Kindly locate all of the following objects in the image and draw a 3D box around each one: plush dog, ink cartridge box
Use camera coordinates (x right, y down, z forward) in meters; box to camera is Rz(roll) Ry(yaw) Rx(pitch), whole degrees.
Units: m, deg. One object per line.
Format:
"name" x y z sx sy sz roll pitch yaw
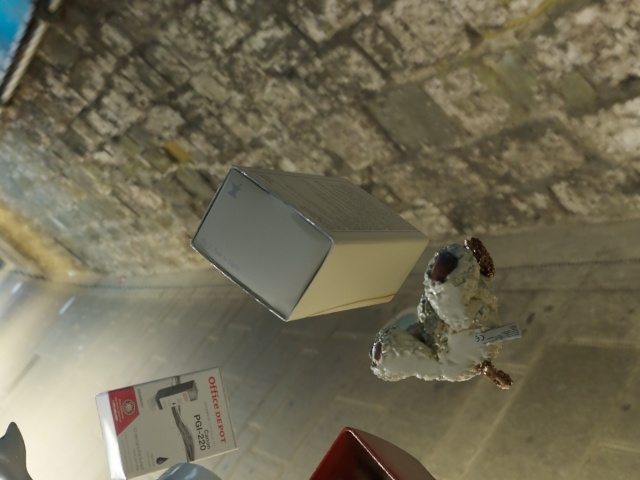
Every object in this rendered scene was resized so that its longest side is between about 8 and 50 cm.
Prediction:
"plush dog" 0.228 0.126 1.462 0.262 0.210 0.225 -58 2 26
"ink cartridge box" -0.273 0.325 1.600 0.218 0.158 0.092 -9 -8 -32

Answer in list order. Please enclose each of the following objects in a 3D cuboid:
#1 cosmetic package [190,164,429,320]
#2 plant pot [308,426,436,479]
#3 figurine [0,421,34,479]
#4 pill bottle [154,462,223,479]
"cosmetic package" 0.000 0.000 1.111 0.113 0.160 0.309 -59 -23 16
"plant pot" 0.131 0.560 1.783 0.267 0.236 0.267 43 107 39
"figurine" -0.461 0.389 1.256 0.092 0.209 0.215 -24 9 47
"pill bottle" -0.221 0.389 0.983 0.176 0.176 0.318 -34 2 39
